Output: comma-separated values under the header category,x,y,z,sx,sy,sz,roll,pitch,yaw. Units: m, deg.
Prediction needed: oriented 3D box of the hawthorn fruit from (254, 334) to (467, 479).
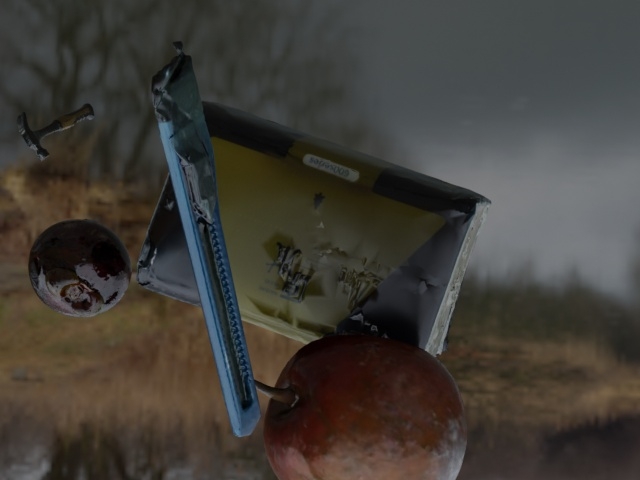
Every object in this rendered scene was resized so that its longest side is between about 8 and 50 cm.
category,x,y,z,sx,sy,sz,roll,pitch,yaw
hawthorn fruit,0.044,0.213,1.531,0.263,0.231,0.235,42,149,17

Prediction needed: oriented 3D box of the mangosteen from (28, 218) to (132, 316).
category,x,y,z,sx,sy,sz,roll,pitch,yaw
mangosteen,-0.348,0.044,1.887,0.152,0.152,0.152,3,171,0

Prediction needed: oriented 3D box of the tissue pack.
category,x,y,z,sx,sy,sz,roll,pitch,yaw
tissue pack,0.000,0.000,1.782,0.417,0.264,0.253,20,-174,9

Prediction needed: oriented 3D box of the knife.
category,x,y,z,sx,sy,sz,roll,pitch,yaw
knife,-0.076,0.008,0.920,0.026,0.296,0.044,1,-155,26

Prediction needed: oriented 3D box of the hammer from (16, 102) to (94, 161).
category,x,y,z,sx,sy,sz,roll,pitch,yaw
hammer,-0.414,-0.186,2.074,0.021,0.078,0.201,-34,-174,26
